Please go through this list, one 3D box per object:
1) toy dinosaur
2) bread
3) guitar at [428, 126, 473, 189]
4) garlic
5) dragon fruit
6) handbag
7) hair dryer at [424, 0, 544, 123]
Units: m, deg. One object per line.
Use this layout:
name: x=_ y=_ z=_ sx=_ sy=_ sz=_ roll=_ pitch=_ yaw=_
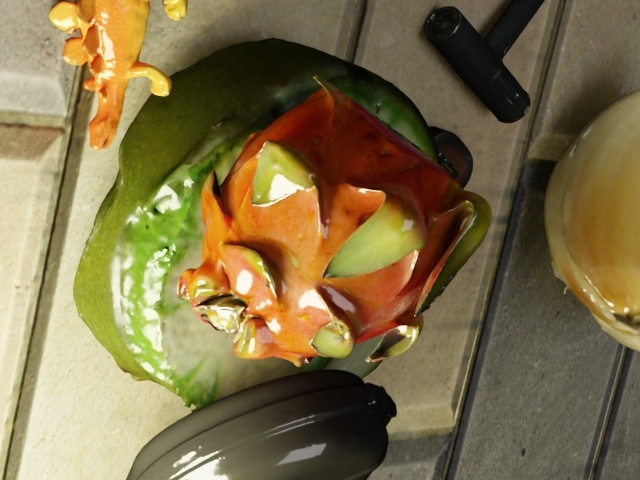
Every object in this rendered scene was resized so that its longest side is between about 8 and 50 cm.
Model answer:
toy dinosaur: x=-0.168 y=-0.218 z=1.397 sx=0.117 sy=0.070 sz=0.288 roll=10 pitch=95 yaw=-48
bread: x=-0.048 y=0.002 z=1.571 sx=0.366 sy=0.129 sz=0.382 roll=-46 pitch=135 yaw=-20
guitar: x=0.088 y=-0.014 z=1.790 sx=0.233 sy=0.025 sz=0.088 roll=-58 pitch=138 yaw=-10
garlic: x=0.392 y=-0.019 z=1.980 sx=0.286 sy=0.249 sz=0.313 roll=17 pitch=74 yaw=-33
dragon fruit: x=0.005 y=-0.003 z=1.363 sx=0.224 sy=0.224 sz=0.227 roll=21 pitch=100 yaw=-49
handbag: x=-0.056 y=0.214 z=1.555 sx=0.254 sy=0.093 sz=0.308 roll=-15 pitch=161 yaw=-19
hair dryer: x=0.202 y=-0.251 z=1.800 sx=0.173 sy=0.050 sz=0.194 roll=41 pitch=72 yaw=-49
